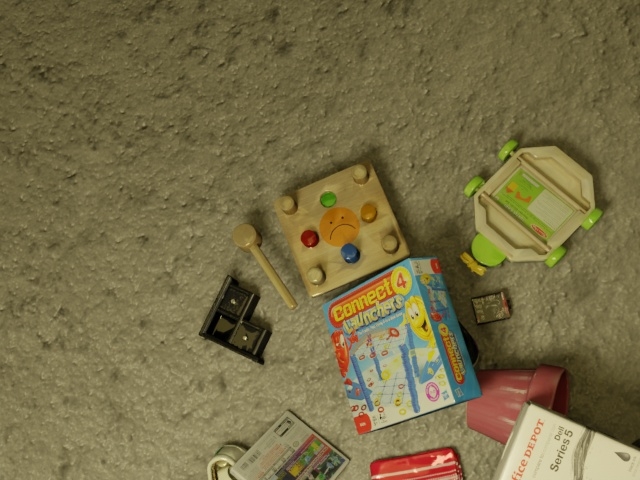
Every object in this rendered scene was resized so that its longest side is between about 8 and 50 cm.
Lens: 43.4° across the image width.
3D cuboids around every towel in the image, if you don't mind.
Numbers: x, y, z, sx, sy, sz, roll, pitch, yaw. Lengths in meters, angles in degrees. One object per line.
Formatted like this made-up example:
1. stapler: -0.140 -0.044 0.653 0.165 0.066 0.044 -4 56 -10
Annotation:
1. towel: 0.214 0.588 1.700 0.199 0.031 0.274 -11 60 8

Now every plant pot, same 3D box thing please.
1. plant pot: 0.410 0.349 1.682 0.180 0.201 0.201 8 78 28

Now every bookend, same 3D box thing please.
1. bookend: -0.176 0.187 1.879 0.157 0.072 0.156 24 82 14

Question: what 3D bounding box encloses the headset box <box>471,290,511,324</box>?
1. headset box: 0.386 0.151 1.807 0.083 0.032 0.062 -13 75 6

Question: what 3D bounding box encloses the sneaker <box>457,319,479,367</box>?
1. sneaker: 0.235 0.165 1.771 0.293 0.146 0.102 41 86 16

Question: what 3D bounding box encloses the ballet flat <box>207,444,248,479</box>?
1. ballet flat: -0.156 0.638 1.734 0.139 0.139 0.400 -24 74 4

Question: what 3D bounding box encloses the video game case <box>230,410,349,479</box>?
1. video game case: -0.065 0.492 1.752 0.183 0.023 0.201 36 47 16

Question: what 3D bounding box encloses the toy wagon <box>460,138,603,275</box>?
1. toy wagon: 0.453 -0.057 1.828 0.344 0.068 0.267 -46 73 -2

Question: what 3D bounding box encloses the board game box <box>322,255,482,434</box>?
1. board game box: 0.161 0.227 1.707 0.308 0.086 0.301 -34 67 45

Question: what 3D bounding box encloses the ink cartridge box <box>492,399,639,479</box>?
1. ink cartridge box: 0.472 0.440 1.478 0.273 0.115 0.198 22 87 13

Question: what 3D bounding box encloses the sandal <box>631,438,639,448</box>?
1. sandal: 0.723 0.431 1.672 0.179 0.040 0.067 -20 74 5

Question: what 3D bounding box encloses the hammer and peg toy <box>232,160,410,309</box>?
1. hammer and peg toy: 0.000 0.000 1.866 0.361 0.127 0.266 -24 75 4
